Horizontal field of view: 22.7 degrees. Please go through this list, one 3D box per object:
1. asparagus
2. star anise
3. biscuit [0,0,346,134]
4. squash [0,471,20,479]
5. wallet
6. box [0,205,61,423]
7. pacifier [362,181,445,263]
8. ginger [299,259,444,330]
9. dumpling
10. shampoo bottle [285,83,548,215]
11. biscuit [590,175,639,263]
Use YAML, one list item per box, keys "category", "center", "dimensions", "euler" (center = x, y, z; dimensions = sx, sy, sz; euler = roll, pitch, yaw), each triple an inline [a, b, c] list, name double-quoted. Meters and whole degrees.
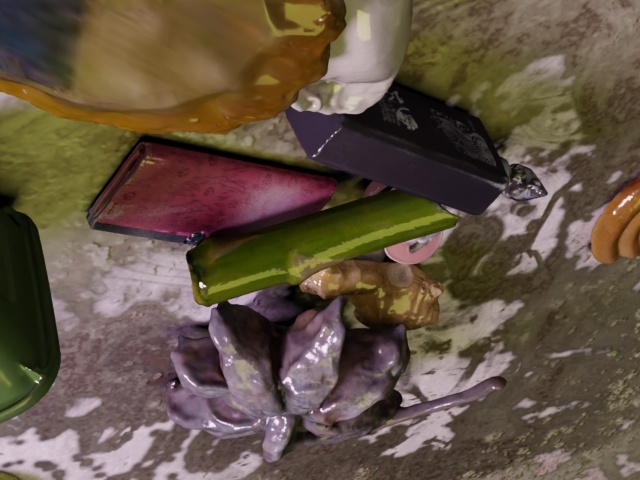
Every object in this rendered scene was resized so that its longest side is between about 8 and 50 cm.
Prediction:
- category: "asparagus"
  center: [0.000, -0.001, 1.581]
  dimensions: [0.277, 0.067, 0.060]
  euler: [-19, 133, -1]
- category: "star anise"
  center: [-0.013, 0.159, 1.740]
  dimensions: [0.359, 0.139, 0.316]
  euler: [-16, 151, 22]
- category: "biscuit"
  center: [-0.144, -0.212, 1.222]
  dimensions: [0.329, 0.078, 0.335]
  euler: [1, 131, 1]
- category: "squash"
  center: [-0.457, 0.354, 1.893]
  dimensions: [0.252, 0.049, 0.252]
  euler: [-13, 142, -10]
- category: "wallet"
  center: [-0.103, -0.038, 1.567]
  dimensions: [0.232, 0.025, 0.119]
  euler: [9, 134, -38]
- category: "box"
  center: [-0.408, 0.066, 1.372]
  dimensions: [0.328, 0.253, 0.178]
  euler: [-24, 132, 2]
- category: "pacifier"
  center: [0.085, -0.025, 1.654]
  dimensions: [0.081, 0.099, 0.078]
  euler: [-34, -174, -15]
- category: "ginger"
  center: [0.052, 0.059, 1.750]
  dimensions: [0.165, 0.067, 0.096]
  euler: [12, 145, -17]
- category: "dumpling"
  center: [0.005, -0.198, 1.323]
  dimensions: [0.151, 0.124, 0.229]
  euler: [-10, 123, -15]
- category: "shampoo bottle"
  center: [0.099, -0.089, 1.541]
  dimensions: [0.309, 0.098, 0.071]
  euler: [17, 125, -42]
- category: "biscuit"
  center: [0.416, -0.047, 1.822]
  dimensions: [0.224, 0.033, 0.144]
  euler: [-20, 146, -3]
